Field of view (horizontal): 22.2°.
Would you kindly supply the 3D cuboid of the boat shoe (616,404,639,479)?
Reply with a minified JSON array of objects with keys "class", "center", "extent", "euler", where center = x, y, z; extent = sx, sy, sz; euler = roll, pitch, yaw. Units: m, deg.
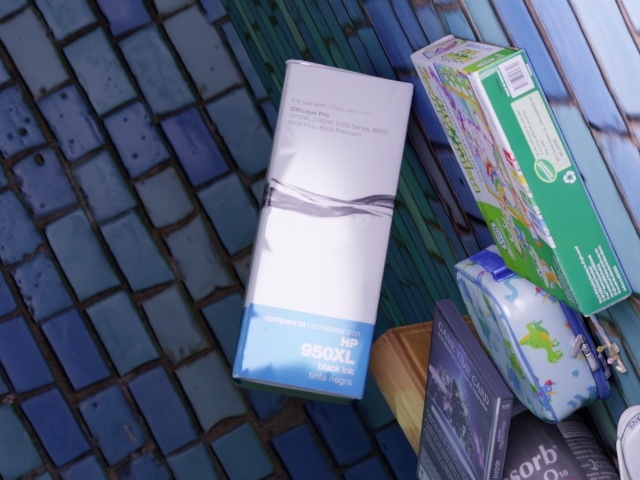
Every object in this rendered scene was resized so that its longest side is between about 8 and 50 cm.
[{"class":"boat shoe","center":[0.343,0.280,1.538],"extent":[0.088,0.096,0.268],"euler":[-122,7,-83]}]

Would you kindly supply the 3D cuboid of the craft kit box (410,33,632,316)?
[{"class":"craft kit box","center":[0.184,-0.069,1.544],"extent":[0.250,0.061,0.246],"euler":[64,178,-13]}]

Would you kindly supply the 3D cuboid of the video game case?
[{"class":"video game case","center":[0.167,0.235,1.926],"extent":[0.196,0.026,0.274],"euler":[-120,28,-53]}]

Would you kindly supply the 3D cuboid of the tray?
[{"class":"tray","center":[0.238,0.288,2.125],"extent":[0.076,0.202,0.411],"euler":[-49,60,38]}]

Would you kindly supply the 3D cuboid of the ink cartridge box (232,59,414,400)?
[{"class":"ink cartridge box","center":[0.000,0.000,2.068],"extent":[0.285,0.166,0.395],"euler":[109,170,-83]}]

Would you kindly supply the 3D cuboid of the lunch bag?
[{"class":"lunch bag","center":[0.225,0.092,1.766],"extent":[0.176,0.090,0.219],"euler":[63,176,-12]}]

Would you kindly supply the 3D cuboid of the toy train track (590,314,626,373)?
[{"class":"toy train track","center":[0.283,0.099,1.647],"extent":[0.083,0.014,0.048],"euler":[62,175,14]}]

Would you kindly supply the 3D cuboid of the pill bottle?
[{"class":"pill bottle","center":[0.268,0.285,1.957],"extent":[0.278,0.162,0.162],"euler":[60,174,33]}]
